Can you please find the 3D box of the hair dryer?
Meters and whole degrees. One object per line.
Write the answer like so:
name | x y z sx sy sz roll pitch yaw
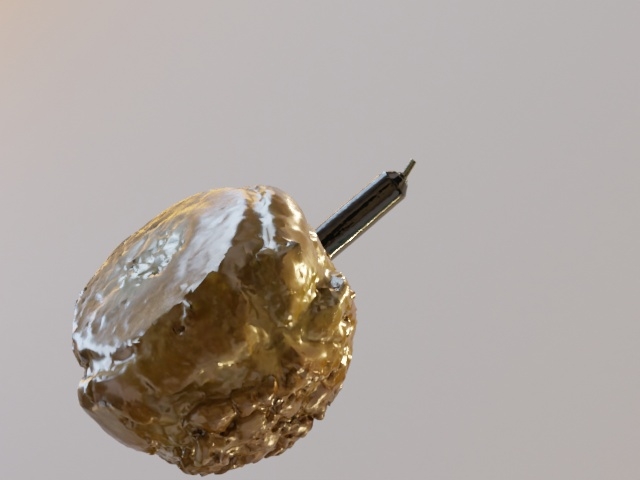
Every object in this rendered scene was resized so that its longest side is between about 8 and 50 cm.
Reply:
hair dryer | 0.000 0.000 1.081 0.219 0.124 0.071 -41 -73 4

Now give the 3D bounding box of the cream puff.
cream puff | -0.043 0.043 0.534 0.126 0.103 0.144 -45 -155 -8
